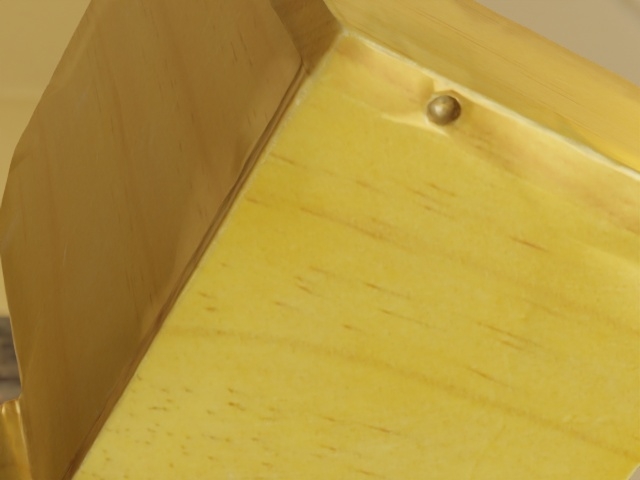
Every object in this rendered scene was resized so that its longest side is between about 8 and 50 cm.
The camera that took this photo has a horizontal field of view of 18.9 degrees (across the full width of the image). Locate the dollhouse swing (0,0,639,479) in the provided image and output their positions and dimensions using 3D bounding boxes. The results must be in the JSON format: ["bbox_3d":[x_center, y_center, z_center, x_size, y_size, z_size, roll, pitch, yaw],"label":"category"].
[{"bbox_3d":[0.000,0.000,1.045,0.347,0.315,0.305,-59,-165,26],"label":"dollhouse swing"}]
